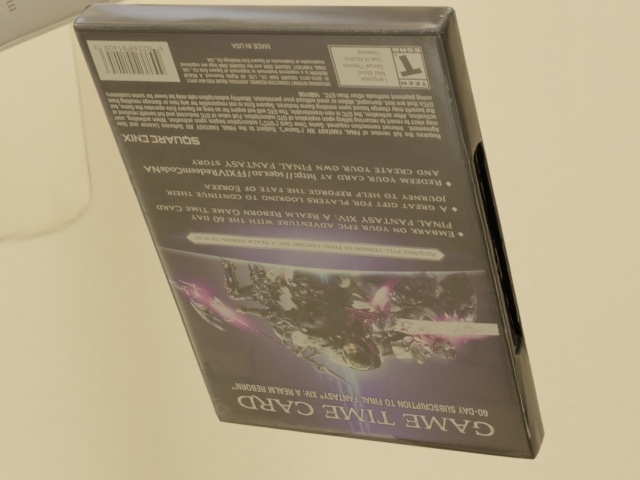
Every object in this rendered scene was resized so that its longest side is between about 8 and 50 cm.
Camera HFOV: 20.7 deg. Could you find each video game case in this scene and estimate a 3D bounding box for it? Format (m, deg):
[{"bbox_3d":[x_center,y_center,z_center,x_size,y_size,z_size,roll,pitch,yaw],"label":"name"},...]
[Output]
[{"bbox_3d":[0.000,0.000,0.899,0.196,0.274,0.026,4,-138,25],"label":"video game case"}]

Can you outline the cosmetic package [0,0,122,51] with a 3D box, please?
[{"bbox_3d":[-0.324,-0.204,1.184,0.453,0.161,0.230,-24,-81,-12],"label":"cosmetic package"}]
